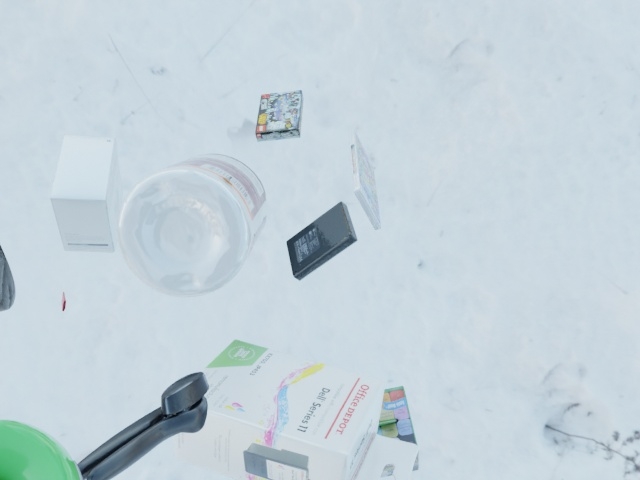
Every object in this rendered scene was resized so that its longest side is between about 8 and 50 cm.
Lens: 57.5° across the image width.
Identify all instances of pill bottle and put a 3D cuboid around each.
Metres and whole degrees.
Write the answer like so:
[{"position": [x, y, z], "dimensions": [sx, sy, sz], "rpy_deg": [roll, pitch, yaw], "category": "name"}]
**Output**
[{"position": [-0.223, -0.052, 1.134], "dimensions": [0.224, 0.392, 0.224], "rpy_deg": [0, 103, 1], "category": "pill bottle"}]

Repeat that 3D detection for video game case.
[{"position": [0.062, -0.086, 0.821], "dimensions": [0.011, 0.087, 0.122], "rpy_deg": [-16, 49, 17], "category": "video game case"}]

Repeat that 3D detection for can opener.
[{"position": [-0.206, 0.225, 0.690], "dimensions": [0.186, 0.059, 0.073], "rpy_deg": [-30, 106, -46], "category": "can opener"}]

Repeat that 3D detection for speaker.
[{"position": [-0.260, 0.230, 0.468], "dimensions": [0.131, 0.296, 0.131], "rpy_deg": [11, 58, -19], "category": "speaker"}]

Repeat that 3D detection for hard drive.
[{"position": [0.000, 0.000, 1.051], "dimensions": [0.135, 0.094, 0.022], "rpy_deg": [-36, 132, 21], "category": "hard drive"}]

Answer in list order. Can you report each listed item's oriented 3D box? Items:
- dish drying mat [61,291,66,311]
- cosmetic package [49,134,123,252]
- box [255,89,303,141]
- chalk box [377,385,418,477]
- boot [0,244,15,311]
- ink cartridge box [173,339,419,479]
[{"position": [-0.683, 0.162, 1.552], "dimensions": [0.008, 0.083, 0.032], "rpy_deg": [6, 98, -26], "category": "dish drying mat"}, {"position": [-0.614, -0.122, 1.552], "dimensions": [0.138, 0.224, 0.224], "rpy_deg": [2, 53, -13], "category": "cosmetic package"}, {"position": [-0.087, -0.269, 1.256], "dimensions": [0.094, 0.027, 0.137], "rpy_deg": [-5, 49, 8], "category": "box"}, {"position": [0.159, 0.511, 1.563], "dimensions": [0.180, 0.289, 0.179], "rpy_deg": [-11, 56, 2], "category": "chalk box"}, {"position": [-0.765, -0.006, 1.063], "dimensions": [0.284, 0.138, 0.377], "rpy_deg": [-18, 105, -4], "category": "boot"}, {"position": [-0.027, 0.290, 0.921], "dimensions": [0.354, 0.207, 0.119], "rpy_deg": [12, 112, 17], "category": "ink cartridge box"}]
